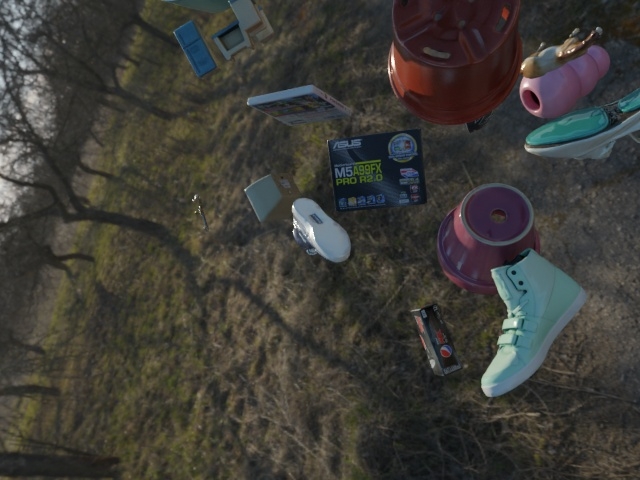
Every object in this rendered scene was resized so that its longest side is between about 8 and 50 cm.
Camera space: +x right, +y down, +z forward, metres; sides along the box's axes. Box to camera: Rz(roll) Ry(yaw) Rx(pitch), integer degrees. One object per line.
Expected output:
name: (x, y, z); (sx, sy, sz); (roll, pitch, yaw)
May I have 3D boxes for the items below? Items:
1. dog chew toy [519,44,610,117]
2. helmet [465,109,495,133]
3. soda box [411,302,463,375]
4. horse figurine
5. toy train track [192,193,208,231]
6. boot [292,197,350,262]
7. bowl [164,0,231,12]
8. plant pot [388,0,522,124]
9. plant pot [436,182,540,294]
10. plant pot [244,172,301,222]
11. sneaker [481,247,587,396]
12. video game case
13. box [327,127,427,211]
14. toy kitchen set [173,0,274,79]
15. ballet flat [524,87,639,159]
dog chew toy: (0.894, -0.588, 1.820); (0.332, 0.206, 0.206); (-32, 29, -6)
helmet: (0.434, -0.406, 1.479); (0.162, 0.169, 0.169); (24, 94, 25)
soda box: (0.282, 0.241, 1.229); (0.060, 0.053, 0.168); (135, 116, -74)
horse figurine: (0.588, -0.471, 1.274); (0.263, 0.066, 0.174); (-11, 29, 45)
toy train track: (-0.221, -0.049, 0.923); (0.048, 0.014, 0.083); (-106, 6, -46)
boot: (0.000, 0.000, 0.995); (0.190, 0.069, 0.086); (-124, 28, -43)
bowl: (-0.276, -0.713, 1.276); (0.312, 0.163, 0.311); (-6, 78, 33)
plant pot: (0.244, -0.376, 0.928); (0.272, 0.273, 0.265); (-66, -13, 7)
plant pot: (0.332, -0.014, 0.986); (0.180, 0.202, 0.201); (67, -152, -63)
plant pot: (-0.118, -0.122, 1.351); (0.096, 0.109, 0.109); (-40, 71, 40)
sneaker: (0.317, 0.130, 0.853); (0.256, 0.151, 0.094); (-46, -3, -17)
video game case: (-0.052, -0.343, 1.296); (0.202, 0.183, 0.023); (0, 84, 34)
box: (0.167, -0.202, 1.471); (0.060, 0.270, 0.216); (-42, -53, -73)
toy kitchen set: (-0.229, -0.469, 1.109); (0.207, 0.122, 0.166); (-27, 7, 12)
ballet flat: (0.702, -0.268, 1.192); (0.400, 0.139, 0.139); (-24, 49, 32)
